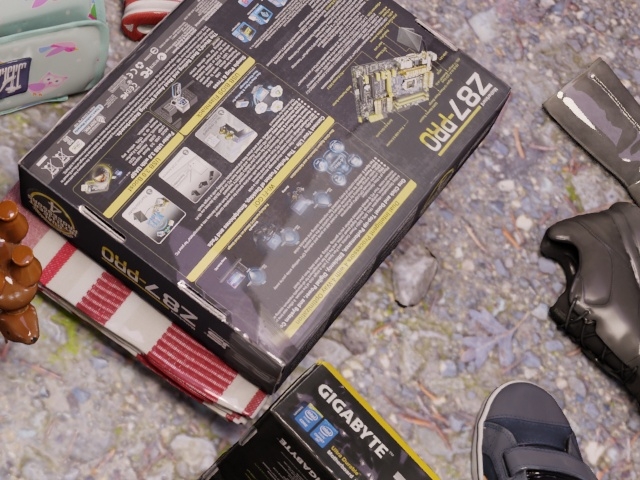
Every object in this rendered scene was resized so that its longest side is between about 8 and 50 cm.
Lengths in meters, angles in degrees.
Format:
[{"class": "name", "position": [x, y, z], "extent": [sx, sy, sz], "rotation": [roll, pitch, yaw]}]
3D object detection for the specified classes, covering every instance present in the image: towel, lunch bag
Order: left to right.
[{"class": "lunch bag", "position": [-0.330, -0.237, 1.443], "extent": [0.223, 0.262, 0.160], "rotation": [-20, 33, -26]}, {"class": "towel", "position": [-0.143, 0.005, 1.467], "extent": [0.329, 0.037, 0.237], "rotation": [34, 65, 6]}]

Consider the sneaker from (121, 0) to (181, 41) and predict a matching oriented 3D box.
[{"class": "sneaker", "position": [-0.108, -0.280, 1.624], "extent": [0.221, 0.087, 0.128], "rotation": [3, 67, -21]}]

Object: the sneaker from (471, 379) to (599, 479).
[{"class": "sneaker", "position": [0.230, 0.279, 1.472], "extent": [0.126, 0.127, 0.321], "rotation": [6, 63, -17]}]

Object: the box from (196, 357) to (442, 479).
[{"class": "box", "position": [0.047, 0.281, 1.323], "extent": [0.322, 0.257, 0.079], "rotation": [46, 60, 5]}]

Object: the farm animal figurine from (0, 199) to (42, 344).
[{"class": "farm animal figurine", "position": [-0.413, 0.076, 1.307], "extent": [0.326, 0.172, 0.330], "rotation": [40, 66, 14]}]

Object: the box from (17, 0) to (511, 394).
[{"class": "box", "position": [-0.048, -0.097, 1.460], "extent": [0.318, 0.097, 0.395], "rotation": [36, 65, 9]}]

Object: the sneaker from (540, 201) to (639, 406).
[{"class": "sneaker", "position": [0.321, 0.096, 1.614], "extent": [0.130, 0.109, 0.286], "rotation": [-8, 60, -17]}]

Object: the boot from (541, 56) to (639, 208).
[{"class": "boot", "position": [0.387, -0.130, 1.759], "extent": [0.189, 0.076, 0.208], "rotation": [-32, 74, -32]}]
